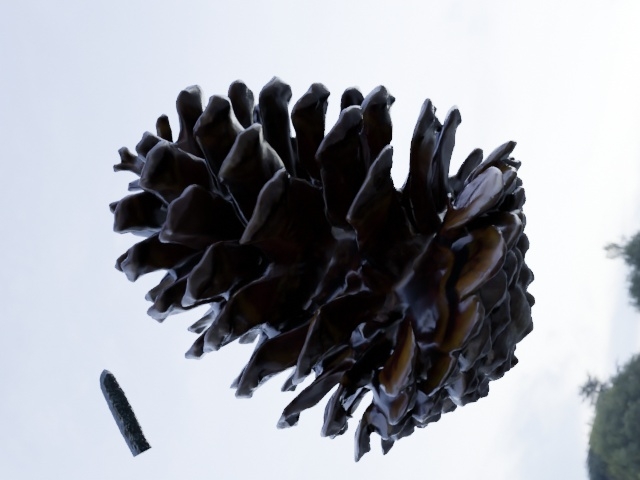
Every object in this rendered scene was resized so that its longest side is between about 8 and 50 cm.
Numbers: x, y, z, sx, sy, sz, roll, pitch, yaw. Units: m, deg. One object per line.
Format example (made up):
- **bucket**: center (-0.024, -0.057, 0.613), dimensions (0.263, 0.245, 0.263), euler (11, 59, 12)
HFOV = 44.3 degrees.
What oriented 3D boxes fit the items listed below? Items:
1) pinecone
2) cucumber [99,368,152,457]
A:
- **pinecone**: center (0.000, 0.002, 0.520), dimensions (0.246, 0.292, 0.246), euler (-63, -7, -13)
- **cucumber**: center (-0.284, 0.245, 1.127), dimensions (0.032, 0.032, 0.133), euler (-18, -103, -56)
